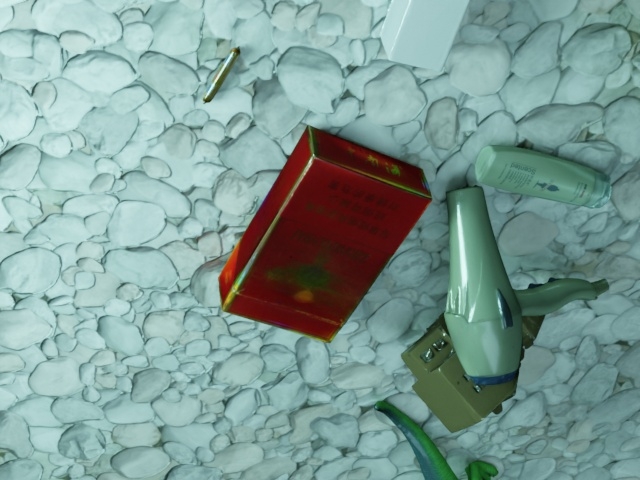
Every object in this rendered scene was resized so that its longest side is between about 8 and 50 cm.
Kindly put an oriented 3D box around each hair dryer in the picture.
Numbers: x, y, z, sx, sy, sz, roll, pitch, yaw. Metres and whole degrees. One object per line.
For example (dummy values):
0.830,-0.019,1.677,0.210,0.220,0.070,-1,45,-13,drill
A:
0.289,0.033,1.542,0.298,0.119,0.296,-34,106,-25,hair dryer

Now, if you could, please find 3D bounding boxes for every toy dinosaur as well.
0.233,0.548,1.812,0.144,0.374,0.500,-30,130,25,toy dinosaur

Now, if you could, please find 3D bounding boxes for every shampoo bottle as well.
0.334,-0.094,1.503,0.212,0.049,0.072,12,122,-18,shampoo bottle

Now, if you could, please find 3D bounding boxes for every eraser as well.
0.159,-0.361,1.245,0.078,0.076,0.298,9,126,-14,eraser

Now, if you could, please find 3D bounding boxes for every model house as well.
0.277,0.174,1.672,0.248,0.176,0.181,-37,172,-21,model house

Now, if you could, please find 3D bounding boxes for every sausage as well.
-0.134,-0.222,1.353,0.015,0.015,0.100,22,122,-24,sausage

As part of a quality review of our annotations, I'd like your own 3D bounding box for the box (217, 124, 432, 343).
0.000,-0.001,1.504,0.197,0.089,0.313,18,123,-23,box
